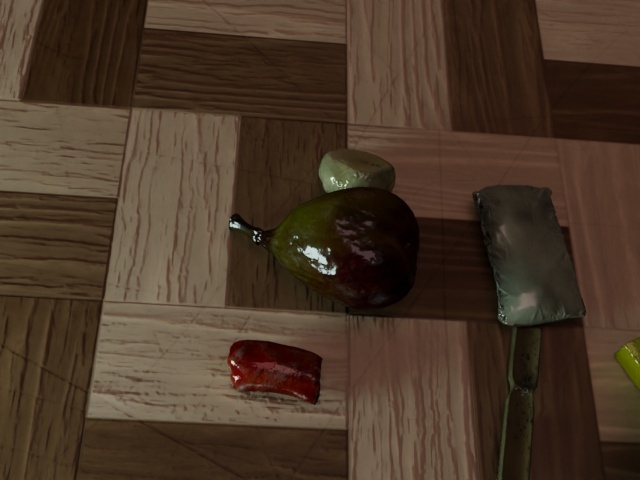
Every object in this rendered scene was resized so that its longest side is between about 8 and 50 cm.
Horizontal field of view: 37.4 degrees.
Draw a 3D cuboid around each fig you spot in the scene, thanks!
[{"bbox_3d":[0.000,-0.002,1.293,0.274,0.145,0.170,9,61,15],"label":"fig"}]

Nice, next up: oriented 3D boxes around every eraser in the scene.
[{"bbox_3d":[0.477,0.179,1.282,0.097,0.045,0.122,-22,65,-18],"label":"eraser"}]

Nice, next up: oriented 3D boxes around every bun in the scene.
[{"bbox_3d":[0.052,-0.088,1.379,0.115,0.069,0.115,13,24,-6],"label":"bun"}]

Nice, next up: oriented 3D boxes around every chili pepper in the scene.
[{"bbox_3d":[-0.059,0.167,1.216,0.123,0.070,0.073,9,75,-4],"label":"chili pepper"}]

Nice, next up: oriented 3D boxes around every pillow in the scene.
[{"bbox_3d":[0.296,0.016,1.356,0.128,0.051,0.229,-1,59,-10],"label":"pillow"}]

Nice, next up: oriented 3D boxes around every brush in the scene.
[{"bbox_3d":[0.259,0.217,1.243,0.043,0.036,0.248,16,52,-2],"label":"brush"}]
